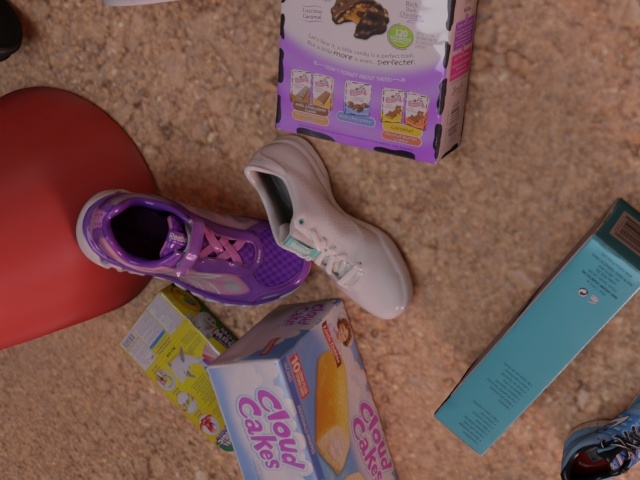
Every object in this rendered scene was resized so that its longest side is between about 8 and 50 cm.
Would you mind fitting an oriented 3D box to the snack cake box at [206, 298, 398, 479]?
[{"bbox_3d":[-0.006,0.210,1.155,0.089,0.152,0.265,-9,106,31],"label":"snack cake box"}]

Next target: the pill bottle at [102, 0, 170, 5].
[{"bbox_3d":[-0.152,-0.355,0.996,0.162,0.162,0.279,2,111,28],"label":"pill bottle"}]

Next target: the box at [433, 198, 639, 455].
[{"bbox_3d":[0.204,0.080,1.018,0.060,0.100,0.244,40,124,8],"label":"box"}]

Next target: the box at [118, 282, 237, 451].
[{"bbox_3d":[-0.130,0.142,1.261,0.179,0.043,0.105,47,124,7],"label":"box"}]

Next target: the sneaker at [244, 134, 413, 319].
[{"bbox_3d":[0.000,0.000,1.100,0.080,0.094,0.212,-41,88,33],"label":"sneaker"}]

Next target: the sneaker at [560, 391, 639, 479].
[{"bbox_3d":[0.284,0.185,1.033,0.063,0.073,0.162,50,124,2],"label":"sneaker"}]

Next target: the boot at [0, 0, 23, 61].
[{"bbox_3d":[-0.442,-0.183,1.283,0.262,0.091,0.229,27,126,21],"label":"boot"}]

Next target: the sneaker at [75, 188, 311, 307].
[{"bbox_3d":[-0.122,0.006,1.114,0.236,0.104,0.095,13,81,-10],"label":"sneaker"}]

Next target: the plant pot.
[{"bbox_3d":[-0.347,-0.004,1.198,0.274,0.243,0.275,11,115,25],"label":"plant pot"}]

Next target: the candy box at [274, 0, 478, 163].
[{"bbox_3d":[0.050,-0.184,1.012,0.164,0.070,0.196,16,117,23],"label":"candy box"}]
